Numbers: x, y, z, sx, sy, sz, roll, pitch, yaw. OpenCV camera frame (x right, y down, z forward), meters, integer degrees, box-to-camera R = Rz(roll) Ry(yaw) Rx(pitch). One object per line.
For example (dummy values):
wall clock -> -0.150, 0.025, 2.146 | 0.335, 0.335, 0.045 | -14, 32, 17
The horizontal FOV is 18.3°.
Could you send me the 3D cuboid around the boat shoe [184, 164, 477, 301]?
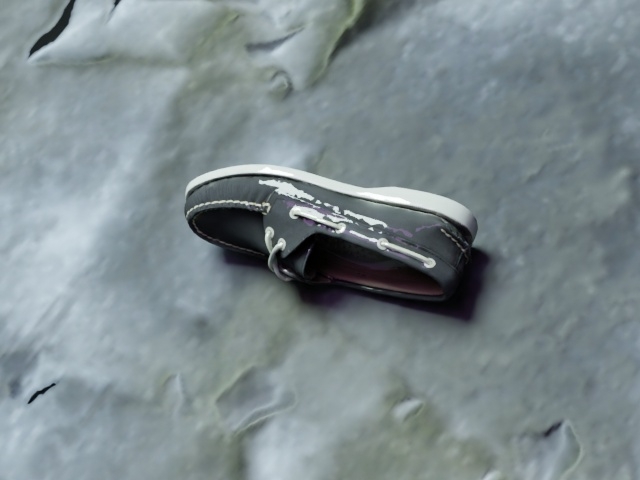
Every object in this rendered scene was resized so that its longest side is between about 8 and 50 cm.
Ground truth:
boat shoe -> 0.000, 0.000, 0.807 | 0.125, 0.046, 0.038 | 9, 57, 15
